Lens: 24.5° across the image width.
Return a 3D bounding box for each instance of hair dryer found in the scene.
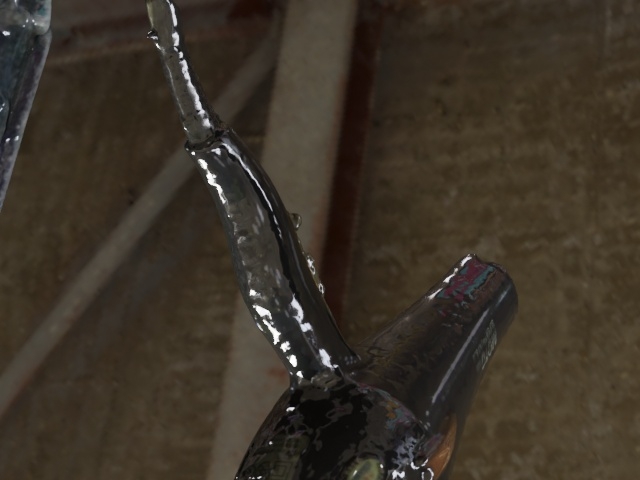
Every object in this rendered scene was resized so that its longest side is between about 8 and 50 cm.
[{"bbox_3d":[0.000,0.000,0.834,0.120,0.359,0.303,-6,-152,38],"label":"hair dryer"}]

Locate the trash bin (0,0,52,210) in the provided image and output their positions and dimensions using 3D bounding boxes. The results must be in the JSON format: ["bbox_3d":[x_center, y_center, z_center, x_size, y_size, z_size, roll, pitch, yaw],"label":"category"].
[{"bbox_3d":[-0.378,-0.108,0.901,0.296,0.368,0.255,6,-100,68],"label":"trash bin"}]
